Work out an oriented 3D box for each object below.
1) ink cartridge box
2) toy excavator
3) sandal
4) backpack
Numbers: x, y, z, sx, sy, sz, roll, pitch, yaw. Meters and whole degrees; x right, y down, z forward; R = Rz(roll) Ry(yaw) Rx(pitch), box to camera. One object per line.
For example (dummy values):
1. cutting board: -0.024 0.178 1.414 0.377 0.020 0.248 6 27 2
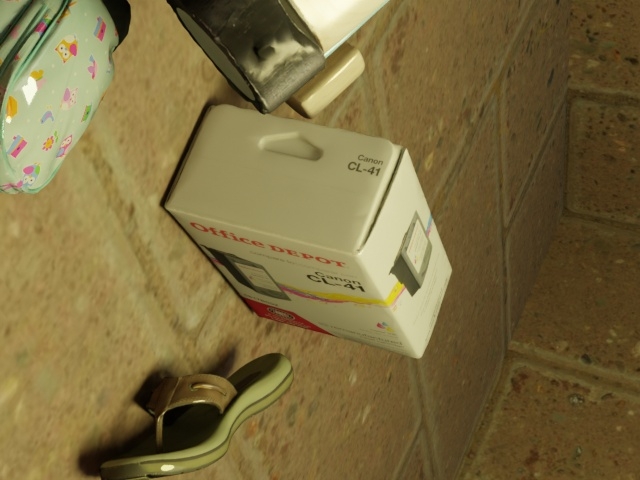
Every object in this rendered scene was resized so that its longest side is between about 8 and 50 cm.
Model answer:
1. ink cartridge box: 0.000 0.000 1.131 0.131 0.226 0.306 -69 156 -17
2. toy excavator: -0.048 -0.247 0.837 0.222 0.445 0.433 -43 120 -2
3. sandal: -0.136 0.175 1.108 0.303 0.120 0.086 -35 108 -60
4. backpack: -0.208 -0.122 0.704 0.182 0.115 0.152 -63 158 -21
